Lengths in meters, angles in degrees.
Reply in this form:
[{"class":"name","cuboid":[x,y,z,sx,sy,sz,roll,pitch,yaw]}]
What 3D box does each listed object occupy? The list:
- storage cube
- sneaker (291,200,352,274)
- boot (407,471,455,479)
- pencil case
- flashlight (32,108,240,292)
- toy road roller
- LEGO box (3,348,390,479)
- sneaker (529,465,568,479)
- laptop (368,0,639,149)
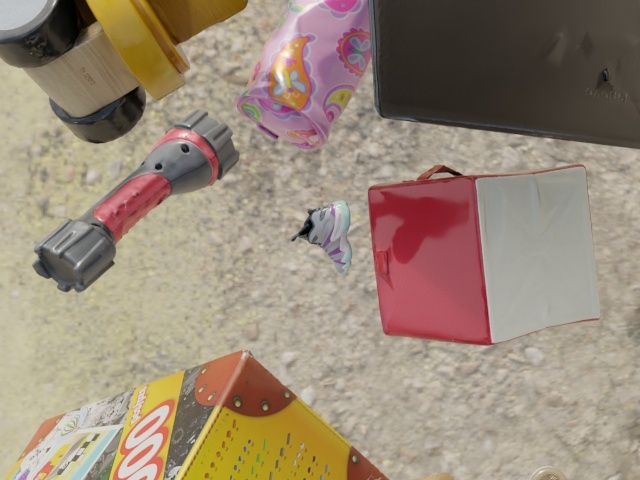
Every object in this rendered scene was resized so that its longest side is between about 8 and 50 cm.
[{"class":"storage cube","cuboid":[0.191,0.012,1.125,0.193,0.184,0.214,-1,95,57]},{"class":"sneaker","cuboid":[0.000,0.000,1.106,0.038,0.069,0.098,-112,16,-58]},{"class":"boot","cuboid":[0.095,0.434,1.116,0.211,0.104,0.295,-31,55,31]},{"class":"pencil case","cuboid":[0.009,-0.251,1.128,0.124,0.124,0.284,13,71,32]},{"class":"flashlight","cuboid":[-0.231,-0.052,1.234,0.103,0.304,0.103,35,142,8]},{"class":"toy road roller","cuboid":[-0.225,-0.286,0.983,0.241,0.202,0.329,-29,62,2]},{"class":"LEGO box","cuboid":[-0.204,0.365,0.743,0.193,0.500,0.372,45,138,-19]},{"class":"sneaker","cuboid":[0.178,0.230,0.738,0.042,0.067,0.118,-5,88,6]},{"class":"laptop","cuboid":[0.115,-0.291,0.928,0.408,0.382,0.236,42,120,43]}]
